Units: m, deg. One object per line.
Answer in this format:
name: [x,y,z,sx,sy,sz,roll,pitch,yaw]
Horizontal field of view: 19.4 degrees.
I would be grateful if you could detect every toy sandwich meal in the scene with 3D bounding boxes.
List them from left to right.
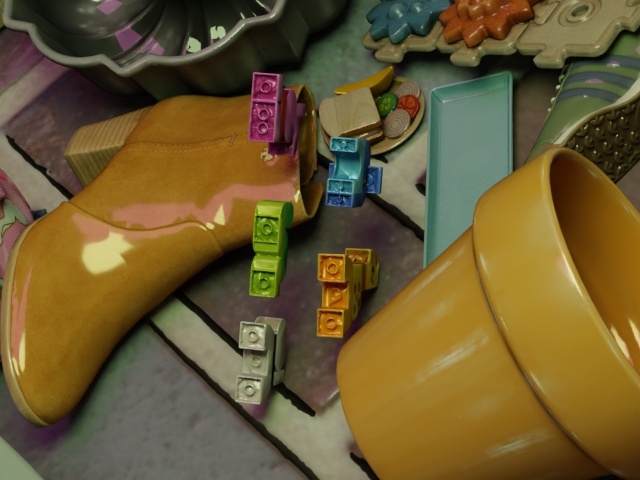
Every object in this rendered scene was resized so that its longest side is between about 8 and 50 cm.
toy sandwich meal: [0.038,-0.100,1.433,0.085,0.029,0.085,-14,50,17]

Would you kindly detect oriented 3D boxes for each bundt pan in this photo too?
bundt pan: [-0.104,-0.248,1.536,0.331,0.124,0.331,-9,61,16]

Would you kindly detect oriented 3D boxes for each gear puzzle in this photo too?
gear puzzle: [0.178,-0.199,1.370,0.339,0.044,0.175,8,51,46]

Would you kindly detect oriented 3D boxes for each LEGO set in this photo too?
LEGO set: [0.000,0.000,1.313,0.087,0.093,0.227,5,94,16]

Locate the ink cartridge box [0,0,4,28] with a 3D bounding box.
ink cartridge box: [-0.341,-0.291,1.715,0.353,0.119,0.207,-44,48,-9]

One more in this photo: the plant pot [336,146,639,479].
plant pot: [0.121,0.076,1.158,0.188,0.205,0.205,-32,45,23]

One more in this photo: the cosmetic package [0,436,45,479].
cosmetic package: [-0.437,0.164,1.340,0.453,0.230,0.161,8,59,31]

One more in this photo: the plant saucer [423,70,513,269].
plant saucer: [0.110,-0.041,1.360,0.067,0.018,0.192,-11,50,20]

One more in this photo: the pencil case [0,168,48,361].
pencil case: [-0.403,0.008,1.491,0.386,0.160,0.167,3,49,30]

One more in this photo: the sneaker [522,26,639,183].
sneaker: [0.200,-0.102,1.336,0.192,0.064,0.086,-44,40,-9]

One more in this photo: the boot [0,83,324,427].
boot: [-0.109,0.000,1.383,0.211,0.104,0.295,-8,48,22]
